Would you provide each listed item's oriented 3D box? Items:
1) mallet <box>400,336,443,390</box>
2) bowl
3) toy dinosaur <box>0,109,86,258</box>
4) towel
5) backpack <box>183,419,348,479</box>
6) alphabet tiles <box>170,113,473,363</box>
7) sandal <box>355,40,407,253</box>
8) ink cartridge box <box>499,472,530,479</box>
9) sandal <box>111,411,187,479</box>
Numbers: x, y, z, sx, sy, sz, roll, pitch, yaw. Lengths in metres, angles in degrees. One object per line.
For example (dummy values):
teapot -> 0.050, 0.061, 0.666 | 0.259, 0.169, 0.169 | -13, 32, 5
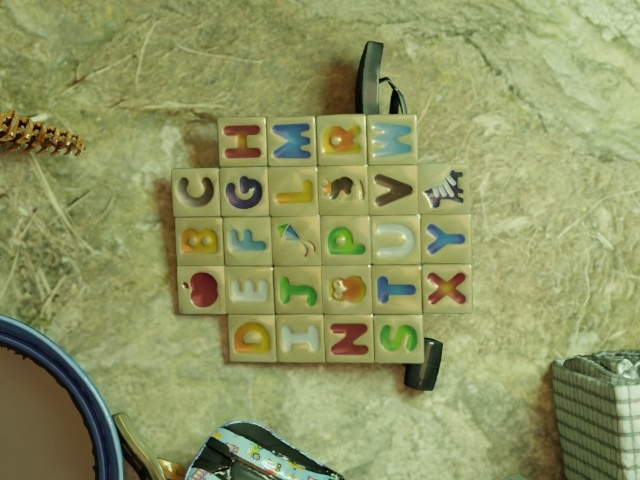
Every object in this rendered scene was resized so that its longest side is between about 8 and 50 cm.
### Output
mallet -> 0.047, 0.138, 1.661 | 0.190, 0.039, 0.062 | 4, 90, 1
bowl -> -0.416, 0.269, 1.597 | 0.391, 0.077, 0.391 | 0, 88, -5
toy dinosaur -> -0.437, -0.085, 1.582 | 0.322, 0.164, 0.218 | -14, 72, 16
towel -> 0.348, 0.238, 1.553 | 0.121, 0.284, 0.235 | -7, 89, -6
backpack -> -0.075, 0.294, 1.585 | 0.173, 0.117, 0.158 | 35, 59, -5
alphabet tiles -> 0.000, 0.000, 1.615 | 0.343, 0.011, 0.285 | 0, 99, 10
sandal -> 0.073, -0.103, 1.646 | 0.054, 0.097, 0.254 | -4, 98, -4
ink cartridge box -> 0.192, 0.338, 1.575 | 0.153, 0.208, 0.087 | -23, 92, -4
sandal -> -0.178, 0.268, 1.626 | 0.049, 0.072, 0.180 | -30, 86, -26
